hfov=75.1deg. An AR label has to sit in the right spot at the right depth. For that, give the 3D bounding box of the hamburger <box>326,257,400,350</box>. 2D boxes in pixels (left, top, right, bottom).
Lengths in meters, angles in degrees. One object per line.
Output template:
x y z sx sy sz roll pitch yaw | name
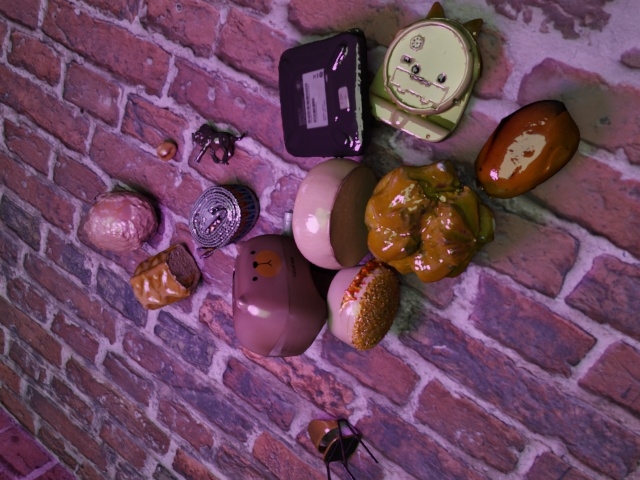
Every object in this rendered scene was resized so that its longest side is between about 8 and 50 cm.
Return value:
0.146 0.206 1.325 0.179 0.276 0.294 11 125 35 | hamburger

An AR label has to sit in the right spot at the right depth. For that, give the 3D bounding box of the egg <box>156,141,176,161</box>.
-0.615 -0.359 1.668 0.083 0.071 0.071 -33 87 9 | egg

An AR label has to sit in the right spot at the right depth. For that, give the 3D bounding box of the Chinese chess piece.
0.060 -0.078 1.263 0.140 0.338 0.338 14 108 32 | Chinese chess piece

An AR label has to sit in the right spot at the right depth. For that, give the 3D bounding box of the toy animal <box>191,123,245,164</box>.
-0.391 -0.360 1.554 0.233 0.084 0.148 9 104 27 | toy animal

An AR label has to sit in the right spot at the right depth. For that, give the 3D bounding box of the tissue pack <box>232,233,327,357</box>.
-0.156 0.168 1.349 0.277 0.387 0.267 11 130 -20 | tissue pack

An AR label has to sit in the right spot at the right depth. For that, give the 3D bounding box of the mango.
0.537 -0.233 1.110 0.201 0.152 0.287 46 114 19 | mango

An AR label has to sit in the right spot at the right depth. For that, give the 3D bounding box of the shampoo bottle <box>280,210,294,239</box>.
-0.124 -0.013 1.531 0.069 0.041 0.190 15 108 27 | shampoo bottle

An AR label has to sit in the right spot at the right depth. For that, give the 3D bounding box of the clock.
0.302 -0.478 1.181 0.286 0.117 0.348 31 113 15 | clock

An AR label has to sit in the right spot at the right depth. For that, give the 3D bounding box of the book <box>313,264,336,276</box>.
0.000 0.000 1.486 0.157 0.026 0.231 17 108 22 | book

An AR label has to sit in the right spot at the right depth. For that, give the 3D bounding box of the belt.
-0.381 -0.083 1.569 0.295 0.160 0.207 -37 85 27 | belt

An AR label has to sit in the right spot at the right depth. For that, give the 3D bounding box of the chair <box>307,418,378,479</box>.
0.070 0.789 1.568 0.247 0.172 0.158 54 129 55 | chair

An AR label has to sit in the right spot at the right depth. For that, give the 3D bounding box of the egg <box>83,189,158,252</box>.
-0.822 -0.077 1.726 0.310 0.279 0.279 -23 92 34 | egg

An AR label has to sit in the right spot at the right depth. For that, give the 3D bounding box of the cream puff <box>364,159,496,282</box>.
0.304 -0.037 1.155 0.378 0.275 0.378 0 121 -1 | cream puff

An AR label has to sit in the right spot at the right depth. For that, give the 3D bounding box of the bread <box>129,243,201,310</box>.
-0.639 0.152 1.725 0.252 0.238 0.196 -31 123 22 | bread

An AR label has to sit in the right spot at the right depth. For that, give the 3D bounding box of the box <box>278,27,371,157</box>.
0.007 -0.435 1.285 0.350 0.091 0.359 9 108 46 | box
